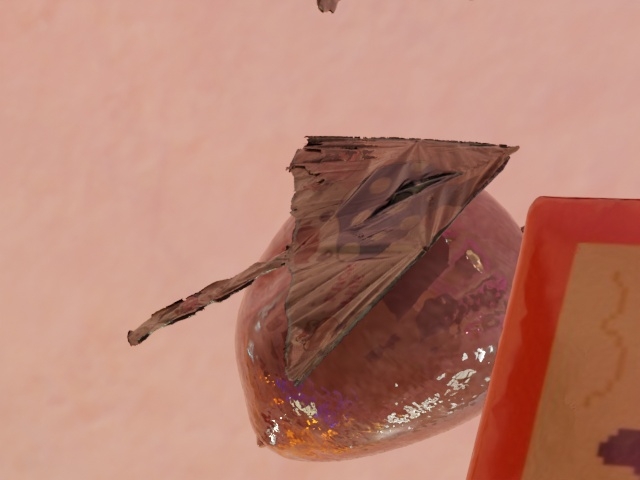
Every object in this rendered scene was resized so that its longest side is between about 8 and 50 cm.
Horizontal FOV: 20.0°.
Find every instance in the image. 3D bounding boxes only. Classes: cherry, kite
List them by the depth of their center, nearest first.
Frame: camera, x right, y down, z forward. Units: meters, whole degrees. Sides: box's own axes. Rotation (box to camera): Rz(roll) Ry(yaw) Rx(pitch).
[{"bbox_3d":[0.000,0.000,1.289,0.314,0.335,0.011,-25,117,14],"label":"kite"},{"bbox_3d":[0.055,0.057,1.497,0.307,0.261,0.221,-39,109,0],"label":"cherry"}]

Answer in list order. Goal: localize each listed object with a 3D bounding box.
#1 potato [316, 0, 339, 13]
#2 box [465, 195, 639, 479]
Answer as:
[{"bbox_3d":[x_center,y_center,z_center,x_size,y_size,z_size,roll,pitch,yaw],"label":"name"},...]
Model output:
[{"bbox_3d":[0.085,-0.281,1.117,0.237,0.301,0.288,-2,74,24],"label":"potato"},{"bbox_3d":[0.203,0.205,0.623,0.257,0.318,0.348,1,148,26],"label":"box"}]
